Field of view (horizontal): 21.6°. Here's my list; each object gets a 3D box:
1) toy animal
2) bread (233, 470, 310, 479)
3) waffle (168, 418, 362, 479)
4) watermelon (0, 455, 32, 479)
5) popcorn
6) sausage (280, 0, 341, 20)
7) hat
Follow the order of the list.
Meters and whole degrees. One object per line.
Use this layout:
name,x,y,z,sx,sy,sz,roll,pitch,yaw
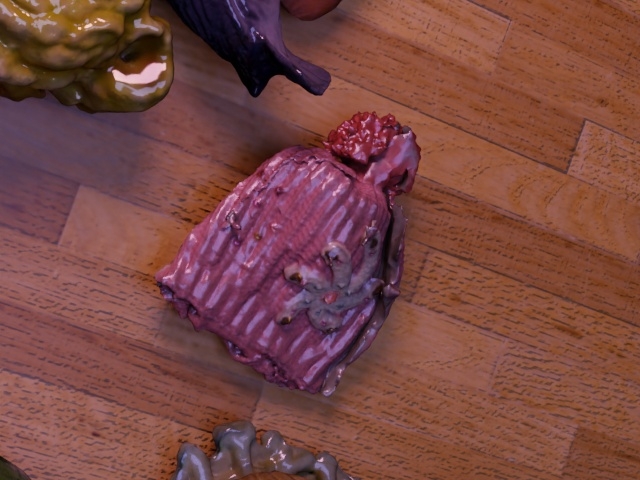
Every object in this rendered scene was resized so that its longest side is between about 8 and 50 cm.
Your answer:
toy animal,-0.073,-0.267,1.522,0.185,0.122,0.298,-14,95,7
bread,-0.022,0.346,1.585,0.253,0.142,0.227,31,90,-27
waffle,-0.079,0.340,1.663,0.292,0.056,0.309,34,82,-24
watermelon,-0.337,0.291,1.442,0.242,0.242,0.242,-4,99,-24
popcorn,-0.247,-0.237,1.436,0.225,0.174,0.286,-17,106,-31
sausage,0.026,-0.294,1.611,0.077,0.077,0.194,43,79,-23
hat,0.000,0.000,1.623,0.237,0.107,0.286,38,86,-34
